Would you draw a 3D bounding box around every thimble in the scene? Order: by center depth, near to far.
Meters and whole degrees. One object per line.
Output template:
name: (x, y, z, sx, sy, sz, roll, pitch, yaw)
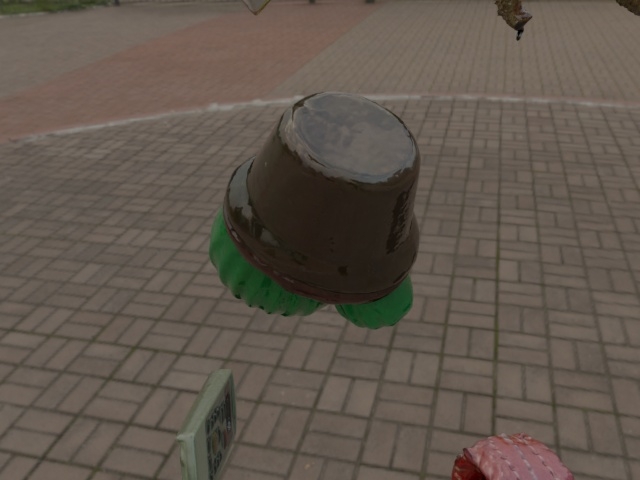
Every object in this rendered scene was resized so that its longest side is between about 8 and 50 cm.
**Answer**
thimble: (0.269, 0.373, 0.854, 0.125, 0.163, 0.189, -1, 42, -19)

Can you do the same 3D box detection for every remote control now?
remote control: (-0.158, 0.281, 0.897, 0.038, 0.123, 0.285, -4, 4, 0)

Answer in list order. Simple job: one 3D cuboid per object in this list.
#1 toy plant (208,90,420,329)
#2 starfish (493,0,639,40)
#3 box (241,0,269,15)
toy plant: (0.000, 0.000, 0.394, 0.143, 0.200, 0.105, 25, 57, 2)
starfish: (0.243, -0.288, 0.468, 0.113, 0.303, 0.312, -30, 18, -27)
box: (-0.083, -0.280, 0.424, 0.097, 0.168, 0.265, -43, 4, 5)
